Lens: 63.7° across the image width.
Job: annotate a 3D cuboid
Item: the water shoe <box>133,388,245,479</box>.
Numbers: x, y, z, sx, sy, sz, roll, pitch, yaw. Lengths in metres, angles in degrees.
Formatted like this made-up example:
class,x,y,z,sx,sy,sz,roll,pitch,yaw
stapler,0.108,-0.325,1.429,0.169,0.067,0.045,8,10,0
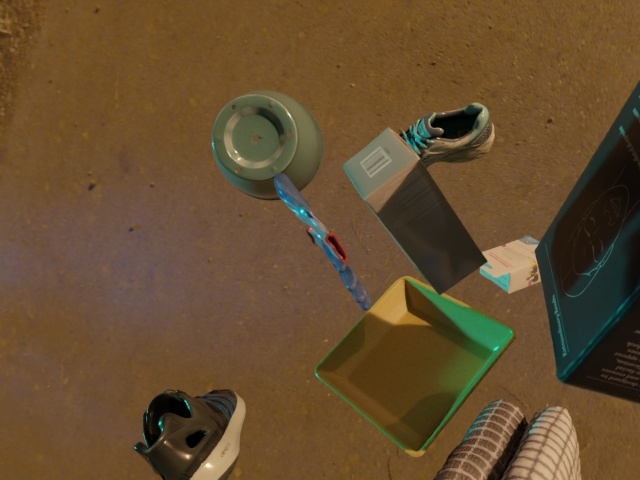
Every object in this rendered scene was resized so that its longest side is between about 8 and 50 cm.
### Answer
class,x,y,z,sx,sy,sz,roll,pitch,yaw
water shoe,-0.119,0.165,0.481,0.080,0.203,0.073,46,79,-6

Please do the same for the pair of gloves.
class,x,y,z,sx,sy,sz,roll,pitch,yaw
pair of gloves,0.000,0.000,0.649,0.023,0.198,0.159,-37,44,-3

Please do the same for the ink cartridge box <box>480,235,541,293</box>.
class,x,y,z,sx,sy,sz,roll,pitch,yaw
ink cartridge box,0.444,0.060,1.192,0.104,0.182,0.061,-132,29,-57

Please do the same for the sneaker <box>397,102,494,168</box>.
class,x,y,z,sx,sy,sz,roll,pitch,yaw
sneaker,0.186,-0.189,0.976,0.283,0.122,0.110,-21,69,8

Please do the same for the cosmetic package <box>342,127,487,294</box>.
class,x,y,z,sx,sy,sz,roll,pitch,yaw
cosmetic package,0.147,-0.040,0.797,0.107,0.238,0.127,-39,34,10

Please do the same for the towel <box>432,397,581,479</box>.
class,x,y,z,sx,sy,sz,roll,pitch,yaw
towel,0.172,0.319,0.469,0.122,0.235,0.283,-4,92,30

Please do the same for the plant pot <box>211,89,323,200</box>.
class,x,y,z,sx,sy,sz,roll,pitch,yaw
plant pot,-0.131,-0.227,1.193,0.272,0.255,0.271,0,95,1

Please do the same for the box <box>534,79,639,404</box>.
class,x,y,z,sx,sy,sz,roll,pitch,yaw
box,0.485,-0.008,0.684,0.212,0.293,0.395,15,131,1

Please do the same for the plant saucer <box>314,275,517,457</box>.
class,x,y,z,sx,sy,sz,roll,pitch,yaw
plant saucer,0.206,0.267,1.135,0.333,0.081,0.333,-45,40,-16
